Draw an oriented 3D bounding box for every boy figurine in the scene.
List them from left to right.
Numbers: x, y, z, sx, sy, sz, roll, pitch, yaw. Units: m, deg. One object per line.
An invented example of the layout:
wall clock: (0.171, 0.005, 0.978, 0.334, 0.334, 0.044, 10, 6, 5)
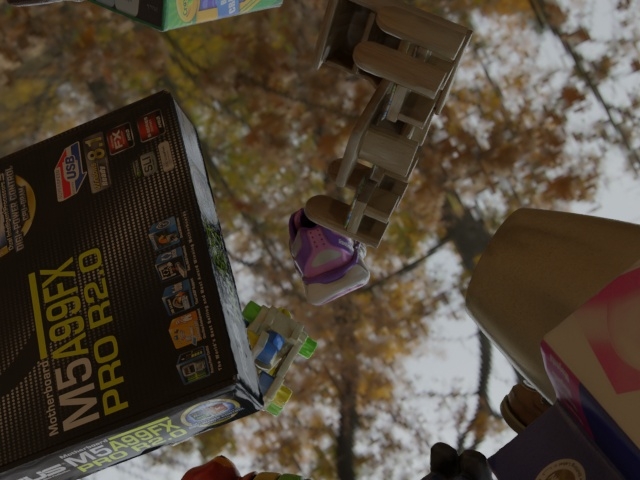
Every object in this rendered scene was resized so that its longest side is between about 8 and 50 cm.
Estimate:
boy figurine: (0.083, 0.348, 1.432, 0.285, 0.092, 0.177, -24, -158, -39)

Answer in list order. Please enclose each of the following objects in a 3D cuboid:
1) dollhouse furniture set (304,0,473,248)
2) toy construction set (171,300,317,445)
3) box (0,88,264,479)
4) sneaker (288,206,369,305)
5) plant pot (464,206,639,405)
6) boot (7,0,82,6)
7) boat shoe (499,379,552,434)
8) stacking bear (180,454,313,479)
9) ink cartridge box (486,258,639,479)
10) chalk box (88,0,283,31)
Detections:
dollhouse furniture set: (0.047, -0.161, 1.270, 0.242, 0.161, 0.212, -61, 172, -48)
toy construction set: (-0.130, 0.207, 1.760, 0.328, 0.151, 0.215, -32, -157, 40)
box: (-0.177, 0.038, 0.898, 0.216, 0.060, 0.270, -21, -122, 7)
sneaker: (0.000, 0.000, 1.473, 0.095, 0.104, 0.236, -26, -169, 0)
plant pot: (0.292, 0.084, 1.181, 0.274, 0.256, 0.256, 29, -132, 22)
boot: (-0.279, -0.290, 1.296, 0.114, 0.037, 0.106, -1, -146, 28)
boat shoe: (0.305, 0.216, 1.398, 0.104, 0.111, 0.307, -64, -166, 6)
stacking bear: (-0.082, 0.414, 1.786, 0.289, 0.164, 0.175, 15, -179, 12)
ink cartridge box: (0.271, 0.106, 0.716, 0.330, 0.071, 0.324, -40, -151, 4)
chalk box: (-0.192, -0.377, 1.459, 0.180, 0.179, 0.289, 26, -149, 30)
